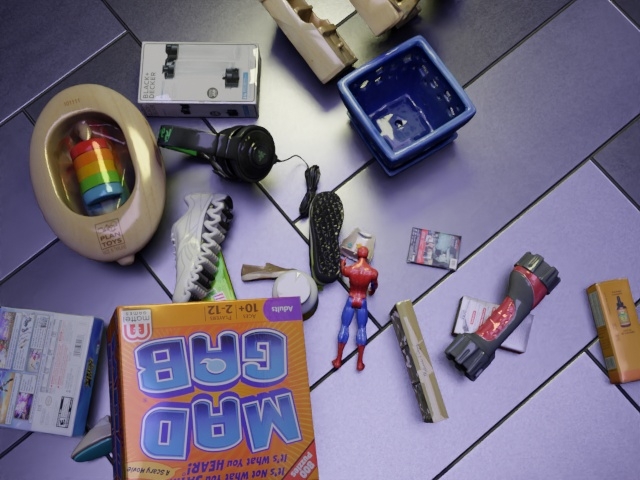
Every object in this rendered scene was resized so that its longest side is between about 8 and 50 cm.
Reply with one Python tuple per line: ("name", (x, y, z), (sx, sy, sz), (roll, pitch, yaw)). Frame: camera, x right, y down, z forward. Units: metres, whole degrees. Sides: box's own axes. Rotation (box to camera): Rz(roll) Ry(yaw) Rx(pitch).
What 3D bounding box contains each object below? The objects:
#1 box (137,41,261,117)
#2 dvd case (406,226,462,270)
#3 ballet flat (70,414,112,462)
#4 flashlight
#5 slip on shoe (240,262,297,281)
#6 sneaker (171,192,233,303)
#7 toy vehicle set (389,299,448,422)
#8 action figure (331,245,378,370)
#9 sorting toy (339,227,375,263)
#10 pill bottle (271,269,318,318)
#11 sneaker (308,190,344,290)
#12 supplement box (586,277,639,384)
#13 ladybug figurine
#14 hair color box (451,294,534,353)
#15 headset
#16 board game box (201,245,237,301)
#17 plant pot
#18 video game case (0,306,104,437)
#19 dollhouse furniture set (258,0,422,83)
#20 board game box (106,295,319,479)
("box", (-0.295, -0.396, 1.993), (0.290, 0.087, 0.169), (2, 77, 2))
("dvd case", (0.272, 0.020, 1.926), (0.120, 0.013, 0.087), (10, 78, 4))
("ballet flat", (-0.446, 0.422, 1.823), (0.249, 0.086, 0.086), (-20, 78, -6))
("flashlight", (0.400, 0.163, 1.795), (0.304, 0.103, 0.103), (-44, 53, -9))
("slip on shoe", (-0.121, 0.071, 1.905), (0.136, 0.051, 0.041), (-6, 80, 8))
("sneaker", (-0.292, 0.023, 1.852), (0.119, 0.110, 0.292), (11, 69, 11))
("toy vehicle set", (0.216, 0.271, 1.792), (0.035, 0.166, 0.266), (-16, 77, -3))
("action figure", (0.081, 0.145, 1.873), (0.092, 0.139, 0.280), (7, 100, 0))
("sorting toy", (0.094, 0.010, 1.920), (0.083, 0.045, 0.075), (25, 72, 7))
("pill bottle", (-0.056, 0.124, 1.821), (0.103, 0.184, 0.103), (0, 77, 1))
("sneaker", (0.000, 0.000, 1.892), (0.084, 0.097, 0.234), (9, 71, -15))
("supplement box", (0.682, 0.207, 1.844), (0.078, 0.080, 0.233), (-9, 79, -2))
("ladybug figurine", (-0.513, -0.146, 1.902), (0.305, 0.162, 0.449), (-16, 77, -2))
("hair color box", (0.396, 0.195, 1.864), (0.167, 0.053, 0.093), (16, 78, 3))
("headset", (-0.186, -0.175, 1.881), (0.395, 0.243, 0.185), (10, 92, -20))
("board game box", (-0.260, 0.095, 1.904), (0.092, 0.043, 0.181), (-18, 78, -4))
("plant pot", (0.195, -0.300, 1.898), (0.236, 0.212, 0.235), (-32, 79, -5))
("video game case", (-0.635, 0.296, 1.834), (0.245, 0.061, 0.269), (4, 77, 14))
("dollhouse furniture set", (0.095, -0.595, 1.881), (0.394, 0.362, 0.256), (-36, 96, 23))
("board game box", (-0.239, 0.324, 1.647), (0.357, 0.356, 0.356), (-2, 76, -19))
